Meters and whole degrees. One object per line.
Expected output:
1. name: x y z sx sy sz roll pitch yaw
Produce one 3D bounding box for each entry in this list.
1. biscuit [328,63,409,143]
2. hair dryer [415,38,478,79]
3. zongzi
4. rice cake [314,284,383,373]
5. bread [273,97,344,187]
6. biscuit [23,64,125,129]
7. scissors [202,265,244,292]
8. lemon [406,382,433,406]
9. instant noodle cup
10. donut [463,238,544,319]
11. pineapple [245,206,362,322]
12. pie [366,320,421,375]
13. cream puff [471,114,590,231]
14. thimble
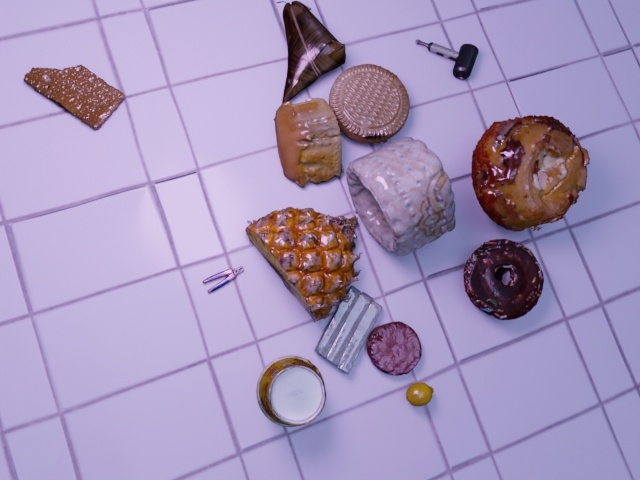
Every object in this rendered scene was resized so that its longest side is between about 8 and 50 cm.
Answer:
1. biscuit: 0.143 -0.399 1.549 0.259 0.079 0.259 2 79 -10
2. hair dryer: 0.382 -0.577 1.648 0.198 0.057 0.100 23 76 4
3. zongzi: -0.086 -0.551 1.535 0.241 0.111 0.247 -38 80 -2
4. rice cake: 0.078 0.237 1.432 0.124 0.038 0.211 36 75 -2
5. bread: -0.027 -0.281 1.458 0.174 0.133 0.251 -10 86 -12
6. biscuit: -0.662 -0.409 1.437 0.237 0.026 0.131 34 74 -1
7. scissors: -0.255 0.099 1.414 0.113 0.012 0.039 -26 84 -14
8. lemon: 0.265 0.409 1.419 0.083 0.062 0.062 -13 81 -16
9. instant noodle cup: -0.065 0.379 1.324 0.182 0.144 0.182 2 78 -9
10. donut: 0.508 0.109 1.507 0.235 0.089 0.235 2 80 -9
11. pineapple: 0.003 -0.002 1.378 0.286 0.209 0.344 -37 86 -15
12. pie: 0.201 0.291 1.444 0.155 0.036 0.154 2 79 -9
13. cream puff: 0.566 -0.196 1.506 0.351 0.229 0.350 -4 101 -22
14. thimble: 0.210 -0.112 1.401 0.195 0.291 0.291 -28 85 -8
